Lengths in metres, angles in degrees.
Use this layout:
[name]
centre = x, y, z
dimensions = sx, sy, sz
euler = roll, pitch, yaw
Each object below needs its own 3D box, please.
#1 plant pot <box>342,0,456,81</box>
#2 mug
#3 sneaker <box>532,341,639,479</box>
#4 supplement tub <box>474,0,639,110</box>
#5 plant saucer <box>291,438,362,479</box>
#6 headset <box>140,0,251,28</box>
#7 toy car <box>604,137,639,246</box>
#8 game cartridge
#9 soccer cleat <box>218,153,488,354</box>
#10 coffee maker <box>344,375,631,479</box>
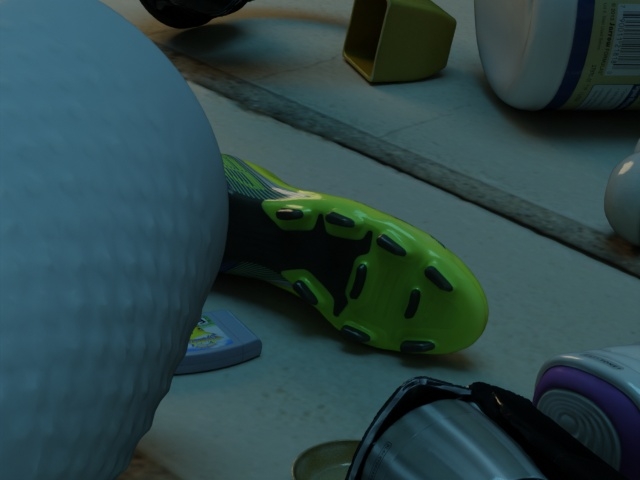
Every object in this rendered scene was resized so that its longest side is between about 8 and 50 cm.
[plant pot]
centre = 0.079, -0.195, 1.808
dimensions = 0.083, 0.081, 0.081
euler = 5, 22, -23
[mug]
centre = -0.255, 0.062, 0.979
dimensions = 0.374, 0.276, 0.328
euler = -20, 24, 21
[sneaker]
centre = 0.264, 0.122, 1.072
dimensions = 0.152, 0.114, 0.305
euler = -15, 31, -35
[supplement tub]
centre = 0.316, -0.230, 1.741
dimensions = 0.316, 0.228, 0.228
euler = 0, 24, -12
[plant saucer]
centre = 0.024, 0.141, 1.107
dimensions = 0.083, 0.015, 0.083
euler = 4, 23, -2
[headset]
centre = -0.107, -0.251, 1.802
dimensions = 0.394, 0.185, 0.243
euler = -1, -5, -19
[toy car]
centre = 0.313, -0.062, 1.472
dimensions = 0.159, 0.136, 0.182
euler = 14, 25, 20
[game cartridge]
centre = -0.083, 0.067, 1.256
dimensions = 0.083, 0.017, 0.056
euler = -9, 31, -28
[soccer cleat]
centre = 0.000, -0.001, 1.335
dimensions = 0.289, 0.093, 0.121
euler = 19, 21, 28
[coffee maker]
centre = 0.126, 0.151, 0.975
dimensions = 0.171, 0.120, 0.178
euler = -9, 28, -30
